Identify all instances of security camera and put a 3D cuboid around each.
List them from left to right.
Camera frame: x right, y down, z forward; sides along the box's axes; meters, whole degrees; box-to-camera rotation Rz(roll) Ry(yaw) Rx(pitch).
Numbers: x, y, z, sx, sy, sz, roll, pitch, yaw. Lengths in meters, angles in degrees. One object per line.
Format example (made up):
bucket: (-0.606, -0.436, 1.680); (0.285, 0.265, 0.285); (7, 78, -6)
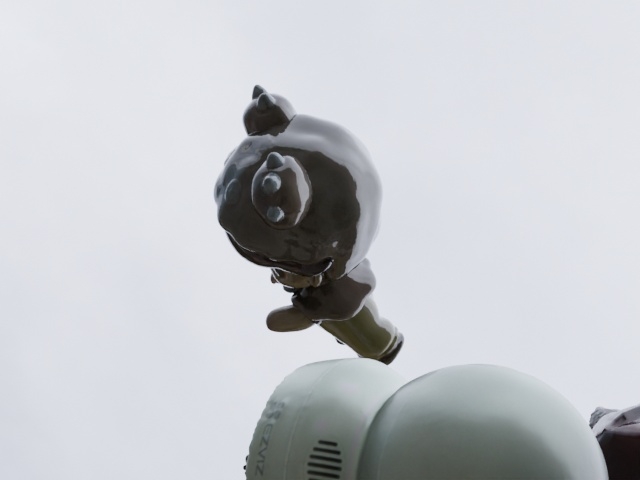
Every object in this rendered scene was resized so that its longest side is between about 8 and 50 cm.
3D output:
security camera: (0.088, 0.178, 1.118); (0.236, 0.194, 0.195); (-3, -67, 34)

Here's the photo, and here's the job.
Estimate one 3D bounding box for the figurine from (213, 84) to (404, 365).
figurine: (0.000, 0.001, 1.945); (0.248, 0.203, 0.381); (-93, 164, -52)

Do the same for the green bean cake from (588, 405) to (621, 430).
green bean cake: (0.338, 0.308, 1.752); (0.097, 0.233, 0.198); (35, -15, -18)

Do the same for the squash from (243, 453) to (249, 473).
squash: (0.076, 0.317, 1.877); (0.111, 0.288, 0.203); (88, -20, -61)

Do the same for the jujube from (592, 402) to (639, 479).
jujube: (0.343, 0.314, 1.474); (0.258, 0.258, 0.377); (21, -82, 43)
